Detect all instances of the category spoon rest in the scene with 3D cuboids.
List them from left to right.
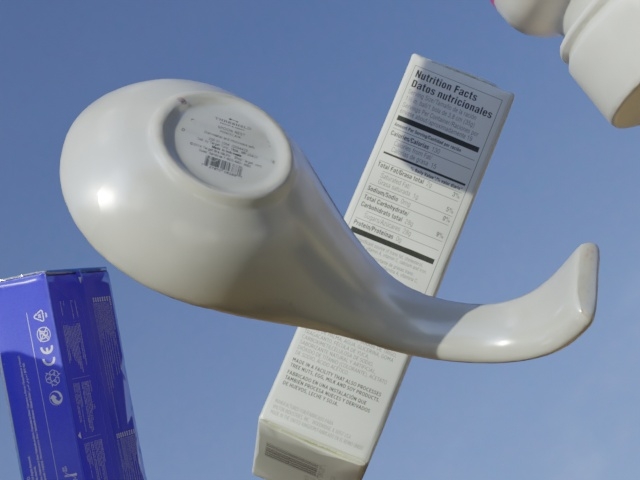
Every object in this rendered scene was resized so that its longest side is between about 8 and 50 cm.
[{"bbox_3d":[0.000,0.000,0.932,0.276,0.137,0.084,20,-45,-6],"label":"spoon rest"}]

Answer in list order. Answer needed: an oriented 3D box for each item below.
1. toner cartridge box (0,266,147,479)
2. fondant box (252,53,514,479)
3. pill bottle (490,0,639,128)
[{"bbox_3d":[-0.260,0.206,1.959,0.075,0.348,0.165,-12,-3,15],"label":"toner cartridge box"},{"bbox_3d":[0.048,0.043,1.529,0.096,0.330,0.238,23,-17,4],"label":"fondant box"},{"bbox_3d":[0.128,-0.210,0.966,0.160,0.283,0.160,-31,-15,-9],"label":"pill bottle"}]
